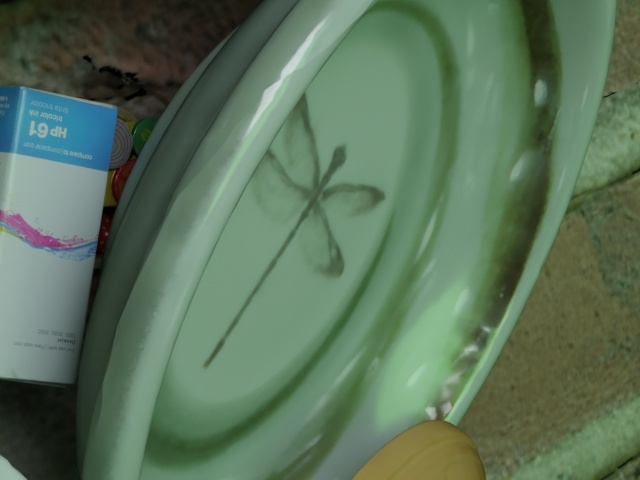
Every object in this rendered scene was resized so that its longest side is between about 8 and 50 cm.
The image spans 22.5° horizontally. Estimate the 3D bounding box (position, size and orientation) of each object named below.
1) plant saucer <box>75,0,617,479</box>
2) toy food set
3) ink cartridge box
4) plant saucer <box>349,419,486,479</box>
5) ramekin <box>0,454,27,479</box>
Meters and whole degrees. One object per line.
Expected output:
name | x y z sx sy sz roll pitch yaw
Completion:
plant saucer | 0.000 0.000 0.760 0.400 0.100 0.400 -45 150 -34
toy food set | -0.108 -0.027 0.773 0.083 0.020 0.083 -3 96 -41
ink cartridge box | -0.140 -0.003 0.700 0.052 0.088 0.123 9 88 -42
plant saucer | 0.035 0.192 0.854 0.200 0.037 0.200 -41 145 -37
ramekin | -0.232 0.185 0.605 0.277 0.135 0.277 -4 96 -41
